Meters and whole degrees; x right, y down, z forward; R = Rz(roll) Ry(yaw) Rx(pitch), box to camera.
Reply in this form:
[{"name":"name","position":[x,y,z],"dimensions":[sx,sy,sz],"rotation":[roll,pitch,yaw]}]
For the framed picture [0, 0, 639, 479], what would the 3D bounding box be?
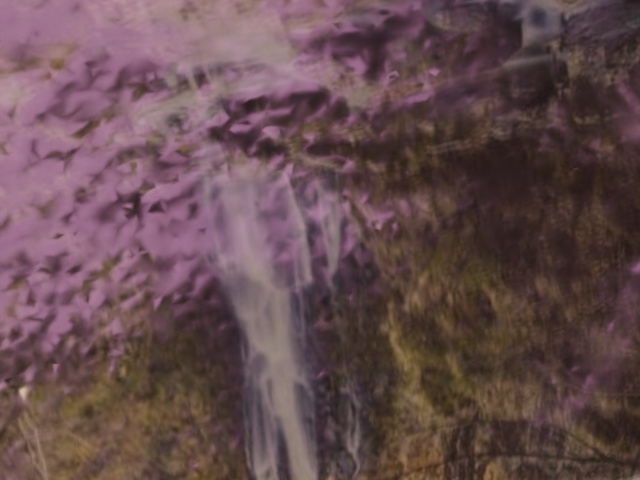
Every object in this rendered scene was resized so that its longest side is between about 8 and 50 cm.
[{"name":"framed picture","position":[0.000,0.000,0.513],"dimensions":[0.324,0.020,0.241],"rotation":[-8,106,-22]}]
